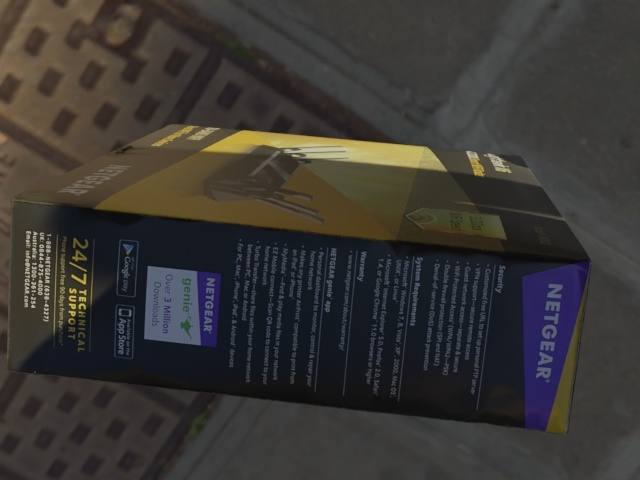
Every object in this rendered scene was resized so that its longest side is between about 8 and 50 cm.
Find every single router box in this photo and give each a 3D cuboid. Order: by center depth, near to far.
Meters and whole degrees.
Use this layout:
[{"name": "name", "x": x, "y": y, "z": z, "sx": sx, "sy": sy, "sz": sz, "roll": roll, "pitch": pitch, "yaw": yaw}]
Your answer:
[{"name": "router box", "x": 0.000, "y": 0.000, "z": 0.592, "sx": 0.242, "sy": 0.309, "sz": 0.081, "roll": 6, "pitch": 103, "yaw": 3}]
